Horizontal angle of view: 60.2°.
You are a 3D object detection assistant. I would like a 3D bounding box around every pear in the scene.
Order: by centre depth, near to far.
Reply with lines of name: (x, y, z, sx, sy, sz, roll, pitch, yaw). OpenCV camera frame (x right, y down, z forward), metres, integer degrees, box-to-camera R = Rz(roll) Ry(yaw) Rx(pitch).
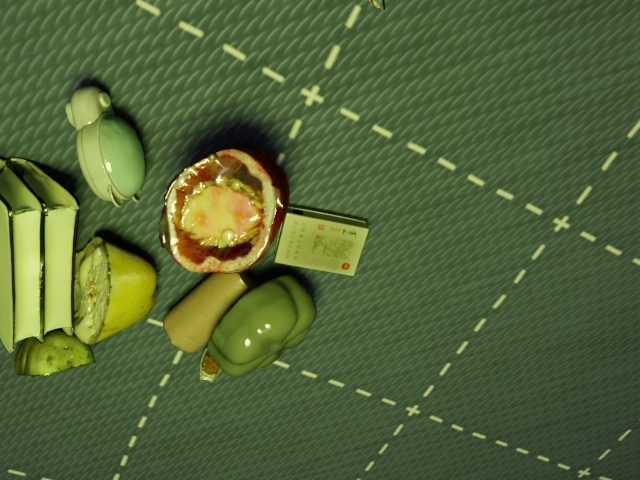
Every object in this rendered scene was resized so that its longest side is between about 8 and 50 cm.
pear: (-0.465, 0.123, 1.286, 0.178, 0.267, 0.267, 11, 121, -40)

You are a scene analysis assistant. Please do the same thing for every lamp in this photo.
lamp: (-0.420, -0.192, 1.115, 0.108, 0.179, 0.246, -17, 99, 0)

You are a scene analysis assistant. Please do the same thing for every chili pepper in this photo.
chili pepper: (-0.181, -0.078, 1.151, 0.229, 0.305, 0.251, 8, 106, 0)

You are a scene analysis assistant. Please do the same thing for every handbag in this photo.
handbag: (-0.649, 0.028, 1.185, 0.160, 0.236, 0.359, -14, 128, -44)

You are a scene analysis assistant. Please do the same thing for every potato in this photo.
potato: (-0.647, 0.256, 1.330, 0.160, 0.271, 0.111, -8, 86, -38)

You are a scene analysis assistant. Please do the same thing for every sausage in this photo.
sausage: (-0.258, 0.155, 1.346, 0.253, 0.123, 0.123, -39, 115, 16)

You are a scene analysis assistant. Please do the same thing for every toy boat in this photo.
toy boat: (-0.278, 0.305, 1.459, 0.065, 0.066, 0.172, 19, 115, -12)

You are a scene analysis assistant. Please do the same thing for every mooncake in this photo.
mooncake: (-0.133, 0.207, 1.305, 0.135, 0.275, 0.275, 49, 110, 19)

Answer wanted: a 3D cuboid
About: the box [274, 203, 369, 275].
box: (0.000, 0.000, 1.320, 0.201, 0.058, 0.141, 10, 117, -9)

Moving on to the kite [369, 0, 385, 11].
kite: (0.021, -0.571, 1.030, 0.321, 0.016, 0.234, 25, 114, -17)
